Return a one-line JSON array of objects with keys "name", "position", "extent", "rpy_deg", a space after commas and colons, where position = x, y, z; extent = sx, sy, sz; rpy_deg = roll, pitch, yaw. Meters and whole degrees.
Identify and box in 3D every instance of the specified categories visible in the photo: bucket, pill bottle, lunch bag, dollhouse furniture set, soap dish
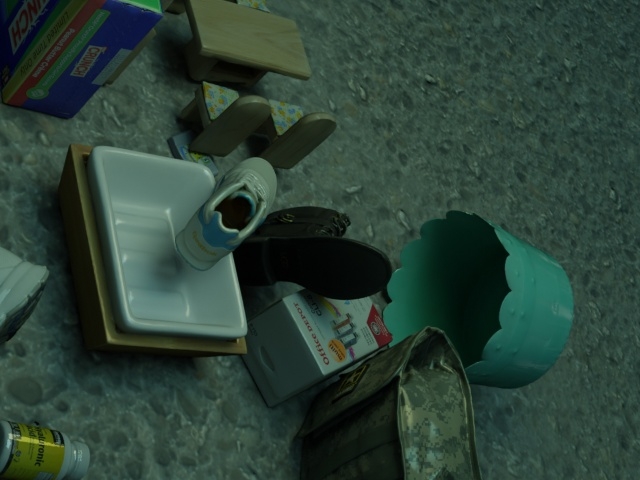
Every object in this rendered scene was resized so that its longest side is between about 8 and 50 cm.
[{"name": "bucket", "position": [0.255, 0.106, 2.057], "extent": [0.183, 0.281, 0.281], "rpy_deg": [20, 50, -38]}, {"name": "pill bottle", "position": [-0.332, 0.250, 1.500], "extent": [0.116, 0.065, 0.065], "rpy_deg": [19, 51, -38]}, {"name": "lunch bag", "position": [0.089, 0.279, 1.777], "extent": [0.169, 0.235, 0.287], "rpy_deg": [19, 51, -33]}, {"name": "dollhouse furniture set", "position": [-0.158, -0.348, 1.947], "extent": [0.394, 0.256, 0.362], "rpy_deg": [8, 55, -41]}, {"name": "soap dish", "position": [-0.230, 0.024, 1.727], "extent": [0.229, 0.118, 0.290], "rpy_deg": [9, 57, -43]}]

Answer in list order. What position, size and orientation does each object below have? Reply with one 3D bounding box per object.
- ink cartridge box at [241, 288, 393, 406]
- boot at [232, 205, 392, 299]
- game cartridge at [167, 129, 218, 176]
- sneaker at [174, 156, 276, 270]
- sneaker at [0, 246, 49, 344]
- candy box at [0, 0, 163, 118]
[{"name": "ink cartridge box", "position": [-0.013, 0.140, 1.860], "extent": [0.176, 0.127, 0.128], "rpy_deg": [-22, 80, -50]}, {"name": "boot", "position": [0.000, 0.000, 1.866], "extent": [0.229, 0.263, 0.091], "rpy_deg": [-43, 137, -65]}, {"name": "game cartridge", "position": [-0.195, -0.127, 1.955], "extent": [0.056, 0.017, 0.083], "rpy_deg": [-31, 87, -48]}, {"name": "sneaker", "position": [-0.106, -0.047, 1.737], "extent": [0.087, 0.092, 0.228], "rpy_deg": [45, 38, -11]}, {"name": "sneaker", "position": [-0.437, 0.104, 1.489], "extent": [0.129, 0.111, 0.297], "rpy_deg": [33, 37, -2]}, {"name": "candy box", "position": [-0.350, -0.374, 1.770], "extent": [0.122, 0.268, 0.317], "rpy_deg": [7, 58, -39]}]
